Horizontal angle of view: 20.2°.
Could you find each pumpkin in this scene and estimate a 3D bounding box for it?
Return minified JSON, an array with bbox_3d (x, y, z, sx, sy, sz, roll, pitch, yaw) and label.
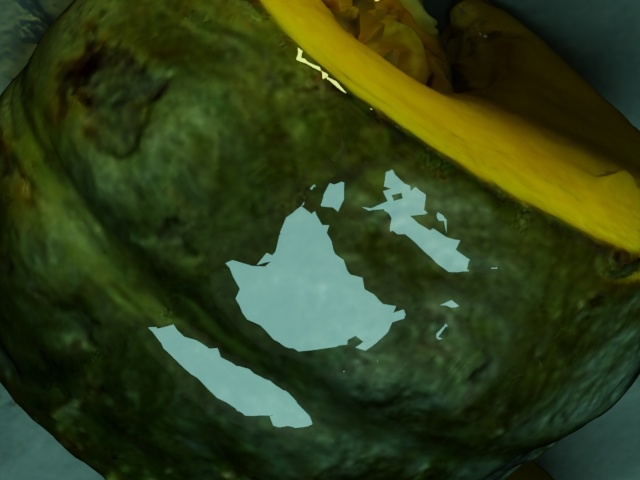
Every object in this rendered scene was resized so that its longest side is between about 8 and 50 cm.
[{"bbox_3d":[0.000,0.000,0.812,0.303,0.256,0.225,14,128,-35],"label":"pumpkin"}]

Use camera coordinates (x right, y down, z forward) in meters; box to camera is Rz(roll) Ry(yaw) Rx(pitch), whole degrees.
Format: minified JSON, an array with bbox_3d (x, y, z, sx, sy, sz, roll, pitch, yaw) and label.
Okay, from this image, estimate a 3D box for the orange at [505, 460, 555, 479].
[{"bbox_3d":[0.029,0.229,1.027,0.279,0.235,0.279,3,129,4],"label":"orange"}]
